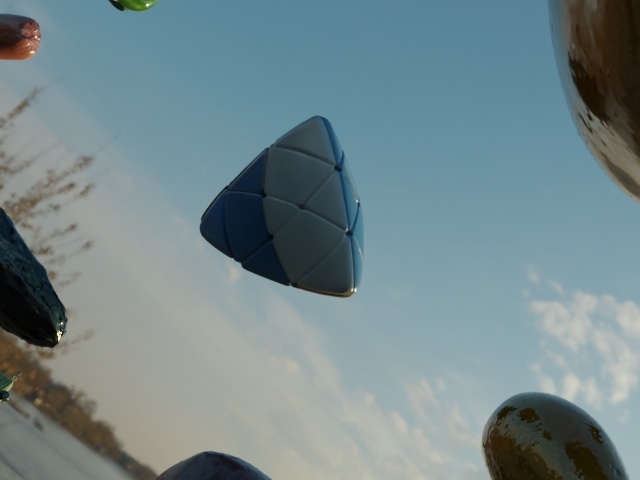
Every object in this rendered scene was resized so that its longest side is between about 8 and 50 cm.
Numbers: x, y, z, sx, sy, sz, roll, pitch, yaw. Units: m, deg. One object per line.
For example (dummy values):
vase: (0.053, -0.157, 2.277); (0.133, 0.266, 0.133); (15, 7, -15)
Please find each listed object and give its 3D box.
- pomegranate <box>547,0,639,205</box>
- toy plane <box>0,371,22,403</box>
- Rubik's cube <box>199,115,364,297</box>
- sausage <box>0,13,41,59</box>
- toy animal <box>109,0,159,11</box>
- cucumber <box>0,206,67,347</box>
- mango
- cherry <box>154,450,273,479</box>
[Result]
pomegranate: (0.332, -0.141, 0.451); (0.416, 0.417, 0.417); (35, -21, 15)
toy plane: (-0.497, 0.237, 1.228); (0.102, 0.111, 0.040); (-35, -80, 33)
Rubik's cube: (0.000, 0.000, 1.148); (0.254, 0.254, 0.254); (35, -21, 15)
sausage: (-0.458, -0.280, 1.120); (0.154, 0.062, 0.062); (5, -29, 10)
toy animal: (-0.225, -0.268, 0.772); (0.208, 0.100, 0.103); (21, -33, 25)
cucumber: (-0.341, -0.023, 0.775); (0.303, 0.072, 0.081); (57, -28, -8)
mango: (0.189, 0.202, 0.607); (0.227, 0.099, 0.136); (-105, 171, -57)
cherry: (-0.108, 0.352, 0.893); (0.183, 0.213, 0.266); (-57, 137, -74)
